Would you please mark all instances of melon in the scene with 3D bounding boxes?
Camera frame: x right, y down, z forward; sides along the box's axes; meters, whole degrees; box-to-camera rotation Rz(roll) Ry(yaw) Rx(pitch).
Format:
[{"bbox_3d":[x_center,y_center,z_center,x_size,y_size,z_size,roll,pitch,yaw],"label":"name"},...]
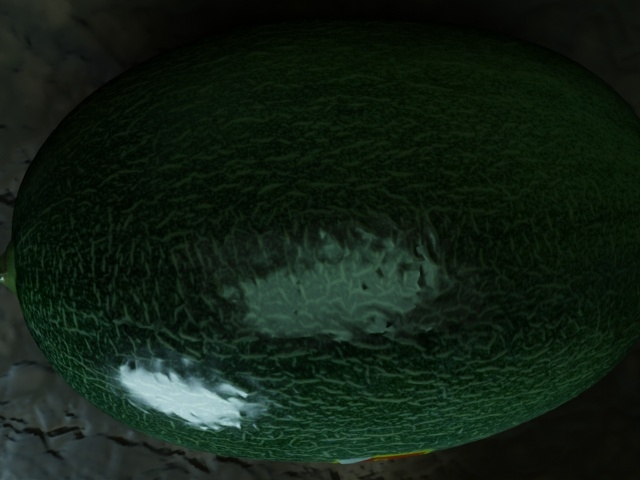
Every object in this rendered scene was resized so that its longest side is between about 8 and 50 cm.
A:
[{"bbox_3d":[0.000,0.000,0.601,0.288,0.182,0.182,-1,114,-10],"label":"melon"}]
